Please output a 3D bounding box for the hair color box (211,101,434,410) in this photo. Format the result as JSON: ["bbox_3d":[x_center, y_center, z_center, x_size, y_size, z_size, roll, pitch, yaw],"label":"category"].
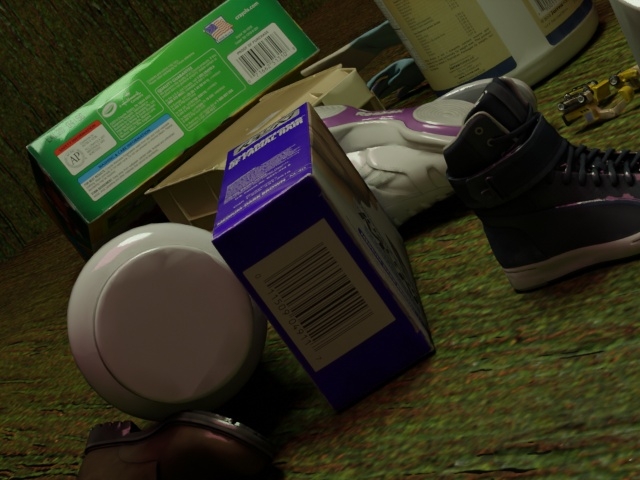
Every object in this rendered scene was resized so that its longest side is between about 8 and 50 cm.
[{"bbox_3d":[0.000,0.000,1.316,0.110,0.185,0.339,-34,14,6],"label":"hair color box"}]

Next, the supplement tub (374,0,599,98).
[{"bbox_3d":[0.173,-0.340,1.785,0.228,0.316,0.228,-33,13,9],"label":"supplement tub"}]

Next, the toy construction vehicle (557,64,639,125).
[{"bbox_3d":[0.286,-0.144,1.464,0.098,0.035,0.086,-21,8,39],"label":"toy construction vehicle"}]

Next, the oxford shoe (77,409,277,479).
[{"bbox_3d":[-0.123,0.199,1.197,0.227,0.083,0.096,-20,42,45],"label":"oxford shoe"}]

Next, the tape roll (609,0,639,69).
[{"bbox_3d":[0.328,-0.166,0.971,0.246,0.169,0.246,-23,35,17],"label":"tape roll"}]

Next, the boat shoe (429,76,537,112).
[{"bbox_3d":[0.126,-0.113,1.598,0.258,0.095,0.084,-26,18,26],"label":"boat shoe"}]

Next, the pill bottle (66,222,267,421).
[{"bbox_3d":[-0.142,0.074,1.319,0.176,0.176,0.318,-37,4,-8],"label":"pill bottle"}]

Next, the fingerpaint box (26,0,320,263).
[{"bbox_3d":[-0.237,-0.172,2.306,0.445,0.163,0.371,-38,-6,-13],"label":"fingerpaint box"}]

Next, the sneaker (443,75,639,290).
[{"bbox_3d":[0.200,-0.065,1.108,0.226,0.163,0.086,-24,16,35],"label":"sneaker"}]

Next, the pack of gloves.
[{"bbox_3d":[0.117,-0.279,2.056,0.232,0.046,0.195,-26,-26,35],"label":"pack of gloves"}]

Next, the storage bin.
[{"bbox_3d":[-0.069,-0.108,2.002,0.262,0.123,0.260,-42,15,-28],"label":"storage bin"}]

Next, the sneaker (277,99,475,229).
[{"bbox_3d":[0.091,-0.068,1.519,0.305,0.152,0.114,3,22,33],"label":"sneaker"}]
